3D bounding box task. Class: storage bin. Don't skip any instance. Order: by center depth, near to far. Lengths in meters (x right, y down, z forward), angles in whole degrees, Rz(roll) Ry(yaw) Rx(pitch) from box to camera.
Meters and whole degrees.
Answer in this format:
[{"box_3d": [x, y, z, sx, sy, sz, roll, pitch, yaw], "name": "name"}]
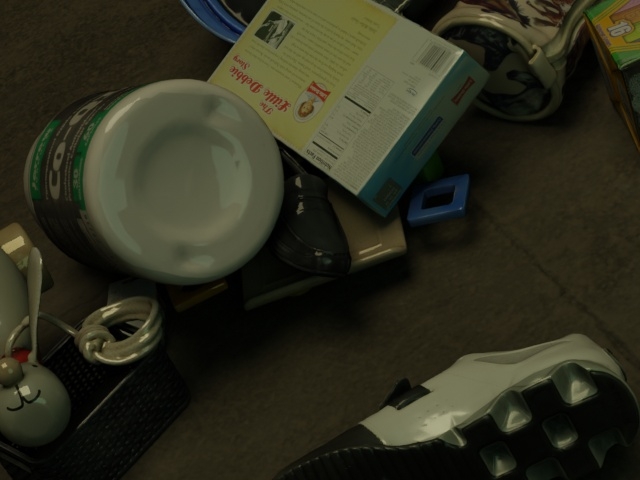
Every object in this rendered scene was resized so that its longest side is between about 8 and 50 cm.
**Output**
[{"box_3d": [-0.235, 0.172, 1.537, 0.122, 0.084, 0.180, 17, 54, 43], "name": "storage bin"}]

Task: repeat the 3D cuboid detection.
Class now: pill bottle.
[{"box_3d": [-0.194, -0.062, 1.627, 0.204, 0.204, 0.361, -39, 16, -18], "name": "pill bottle"}]

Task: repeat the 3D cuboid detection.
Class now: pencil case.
[{"box_3d": [0.284, -0.305, 1.749, 0.184, 0.160, 0.410, -11, 34, 51], "name": "pencil case"}]

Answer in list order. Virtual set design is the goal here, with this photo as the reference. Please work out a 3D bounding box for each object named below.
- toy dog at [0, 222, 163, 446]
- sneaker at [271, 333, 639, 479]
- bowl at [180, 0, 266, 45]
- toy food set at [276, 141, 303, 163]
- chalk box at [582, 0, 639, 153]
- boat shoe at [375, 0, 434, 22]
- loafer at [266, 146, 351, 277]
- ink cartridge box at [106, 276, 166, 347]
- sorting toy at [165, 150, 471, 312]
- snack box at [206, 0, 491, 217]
[{"box_3d": [-0.336, 0.061, 1.528, 0.334, 0.161, 0.220, 16, 53, 46], "name": "toy dog"}, {"box_3d": [0.108, 0.175, 1.321, 0.331, 0.122, 0.146, -21, 18, 8], "name": "sneaker"}, {"box_3d": [-0.020, -0.422, 1.974, 0.391, 0.077, 0.391, -3, 81, 20], "name": "bowl"}, {"box_3d": [-0.105, -0.112, 1.819, 0.218, 0.071, 0.128, -11, 39, 20], "name": "toy food set"}, {"box_3d": [0.401, -0.198, 1.573, 0.213, 0.132, 0.132, -21, 36, 5], "name": "chalk box"}, {"box_3d": [0.070, -0.250, 1.819, 0.319, 0.099, 0.116, -28, -7, 21], "name": "boat shoe"}, {"box_3d": [-0.023, -0.030, 1.567, 0.076, 0.078, 0.223, 7, 22, -24], "name": "loafer"}, {"box_3d": [-0.202, 0.083, 1.673, 0.063, 0.029, 0.115, -19, 36, 10], "name": "ink cartridge box"}, {"box_3d": [0.000, 0.000, 1.643, 0.348, 0.047, 0.196, -20, 33, 8], "name": "sorting toy"}, {"box_3d": [0.019, -0.175, 1.677, 0.187, 0.060, 0.322, -53, 44, 2], "name": "snack box"}]
